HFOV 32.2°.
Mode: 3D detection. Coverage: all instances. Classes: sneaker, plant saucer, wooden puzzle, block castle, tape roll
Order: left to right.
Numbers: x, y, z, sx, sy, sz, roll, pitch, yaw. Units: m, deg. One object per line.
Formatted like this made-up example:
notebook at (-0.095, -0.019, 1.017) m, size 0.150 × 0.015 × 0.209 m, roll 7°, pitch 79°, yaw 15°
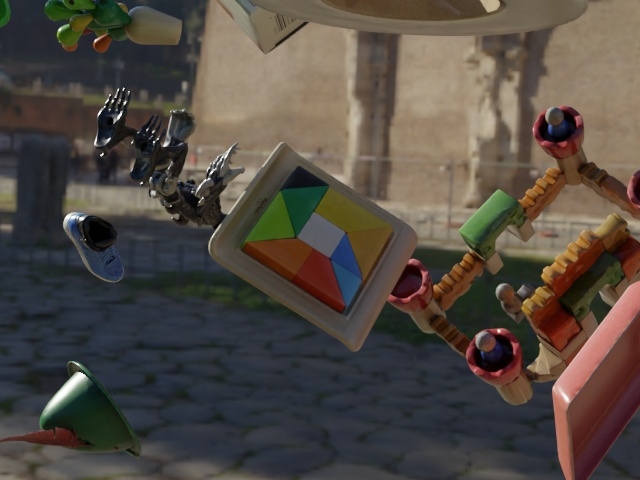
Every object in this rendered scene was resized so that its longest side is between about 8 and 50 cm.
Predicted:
sneaker at (-0.379, 0.015, 1.930) m, size 0.084 × 0.152 × 0.058 m, roll 5°, pitch 42°, yaw 49°
wooden puzzle at (0.000, 0.000, 1.458) m, size 0.239 × 0.221 × 0.044 m, roll 35°, pitch -38°, yaw -4°
tape roll at (0.102, -0.296, 1.229) m, size 0.392 × 0.072 × 0.392 m, roll 4°, pitch 1°, yaw 0°
block castle at (0.350, 0.017, 1.810) m, size 0.303 × 0.453 × 0.213 m, roll 41°, pitch -7°, yaw 38°
plant saucer at (0.407, 0.198, 1.567) m, size 0.048 × 0.259 × 0.258 m, roll 27°, pitch -27°, yaw 32°

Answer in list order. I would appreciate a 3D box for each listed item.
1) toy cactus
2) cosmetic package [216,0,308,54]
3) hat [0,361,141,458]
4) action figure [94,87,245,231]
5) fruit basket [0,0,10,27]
toy cactus at (-0.274, -0.302, 1.476) m, size 0.180 × 0.112 × 0.219 m, roll 11°, pitch -11°, yaw -1°
cosmetic package at (-0.126, -0.447, 1.679) m, size 0.153 × 0.296 × 0.129 m, roll -37°, pitch -19°, yaw -5°
hat at (-0.392, 0.293, 1.626) m, size 0.183 × 0.208 × 0.173 m, roll -37°, pitch 33°, yaw -25°
action figure at (-0.182, -0.100, 1.504) m, size 0.164 × 0.141 × 0.276 m, roll 31°, pitch -7°, yaw 29°
fruit basket at (-0.428, -0.299, 0.860) m, size 0.392 × 0.392 × 0.283 m, roll 5°, pitch 24°, yaw 29°
